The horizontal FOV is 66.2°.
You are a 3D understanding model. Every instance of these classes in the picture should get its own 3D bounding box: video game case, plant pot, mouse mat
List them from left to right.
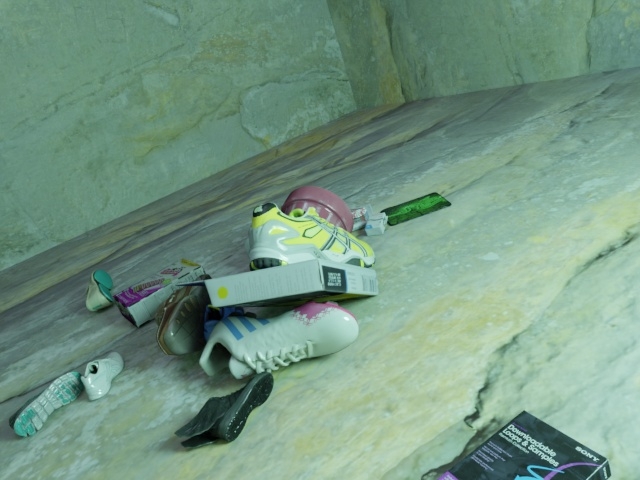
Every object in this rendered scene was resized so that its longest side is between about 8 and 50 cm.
[{"bbox_3d":[-0.032,-0.011,1.284,0.201,0.201,0.180,-6,40,32],"label":"plant pot"},{"bbox_3d":[0.097,-0.064,1.522,0.143,0.019,0.157,-17,21,5],"label":"video game case"},{"bbox_3d":[0.280,-0.096,1.464,0.189,0.007,0.153,-18,21,0],"label":"mouse mat"}]

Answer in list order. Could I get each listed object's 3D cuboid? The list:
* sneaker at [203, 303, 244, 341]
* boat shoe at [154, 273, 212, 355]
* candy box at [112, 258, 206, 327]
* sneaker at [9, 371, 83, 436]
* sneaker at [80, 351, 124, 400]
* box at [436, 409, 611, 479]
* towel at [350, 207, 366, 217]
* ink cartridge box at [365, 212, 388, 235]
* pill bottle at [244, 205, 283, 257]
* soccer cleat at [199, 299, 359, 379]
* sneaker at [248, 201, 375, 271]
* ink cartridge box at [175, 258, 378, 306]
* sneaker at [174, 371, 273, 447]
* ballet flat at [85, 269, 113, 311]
[{"bbox_3d":[-0.225,0.165,1.138,0.069,0.082,0.209,-13,20,5],"label":"sneaker"},{"bbox_3d":[-0.321,0.183,1.150,0.116,0.123,0.324,-21,11,6],"label":"boat shoe"},{"bbox_3d":[-0.455,0.143,1.411,0.233,0.071,0.159,-31,23,-30],"label":"candy box"},{"bbox_3d":[-0.589,0.341,1.051,0.076,0.065,0.166,-9,21,35],"label":"sneaker"},{"bbox_3d":[-0.484,0.286,1.096,0.053,0.061,0.152,-20,19,2],"label":"sneaker"},{"bbox_3d":[0.225,0.272,0.558,0.162,0.029,0.116,-26,22,-22],"label":"box"},{"bbox_3d":[0.035,-0.062,1.472,0.144,0.029,0.197,-5,11,32],"label":"towel"},{"bbox_3d":[0.160,-0.051,1.398,0.048,0.028,0.083,-8,37,26],"label":"ink cartridge box"},{"bbox_3d":[-0.127,-0.017,1.458,0.119,0.119,0.208,-5,25,33],"label":"pill bottle"},{"bbox_3d":[-0.084,0.201,0.913,0.331,0.116,0.143,-12,31,33],"label":"soccer cleat"},{"bbox_3d":[0.000,0.000,1.099,0.145,0.147,0.384,-13,-11,35],"label":"sneaker"},{"bbox_3d":[-0.074,0.100,0.997,0.307,0.072,0.303,-13,-11,23],"label":"ink cartridge box"},{"bbox_3d":[-0.158,0.281,0.834,0.089,0.051,0.170,0,31,32],"label":"sneaker"},{"bbox_3d":[-0.726,0.165,1.594,0.086,0.086,0.248,-25,22,-15],"label":"ballet flat"}]
